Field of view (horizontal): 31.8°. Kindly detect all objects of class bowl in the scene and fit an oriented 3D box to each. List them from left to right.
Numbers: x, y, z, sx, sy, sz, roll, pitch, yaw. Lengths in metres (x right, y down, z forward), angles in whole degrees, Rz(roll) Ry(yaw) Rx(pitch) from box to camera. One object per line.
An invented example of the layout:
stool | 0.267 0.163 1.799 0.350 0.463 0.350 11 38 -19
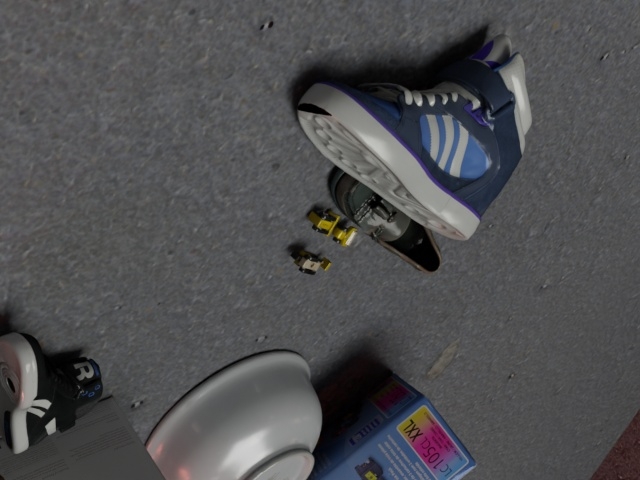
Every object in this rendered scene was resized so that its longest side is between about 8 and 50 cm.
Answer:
bowl | -0.104 0.311 1.650 0.298 0.134 0.297 -28 148 -19

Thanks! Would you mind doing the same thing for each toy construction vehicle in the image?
toy construction vehicle | 0.000 0.000 1.455 0.098 0.035 0.085 11 112 -57

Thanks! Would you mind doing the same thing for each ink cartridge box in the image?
ink cartridge box | 0.030 0.403 1.801 0.395 0.151 0.270 -40 -176 -5

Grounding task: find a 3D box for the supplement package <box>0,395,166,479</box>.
supplement package | -0.301 0.340 1.388 0.194 0.203 0.149 -19 144 -33

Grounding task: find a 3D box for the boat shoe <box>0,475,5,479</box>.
boat shoe | -0.470 0.373 1.272 0.307 0.104 0.111 -55 166 6

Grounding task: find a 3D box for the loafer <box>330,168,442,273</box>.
loafer | 0.101 -0.030 1.470 0.096 0.084 0.267 -43 151 4

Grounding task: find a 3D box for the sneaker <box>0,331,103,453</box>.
sneaker | -0.303 0.150 1.268 0.121 0.079 0.217 -25 156 -31

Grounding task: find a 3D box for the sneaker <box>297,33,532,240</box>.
sneaker | 0.130 -0.166 1.319 0.323 0.130 0.236 36 78 -41
